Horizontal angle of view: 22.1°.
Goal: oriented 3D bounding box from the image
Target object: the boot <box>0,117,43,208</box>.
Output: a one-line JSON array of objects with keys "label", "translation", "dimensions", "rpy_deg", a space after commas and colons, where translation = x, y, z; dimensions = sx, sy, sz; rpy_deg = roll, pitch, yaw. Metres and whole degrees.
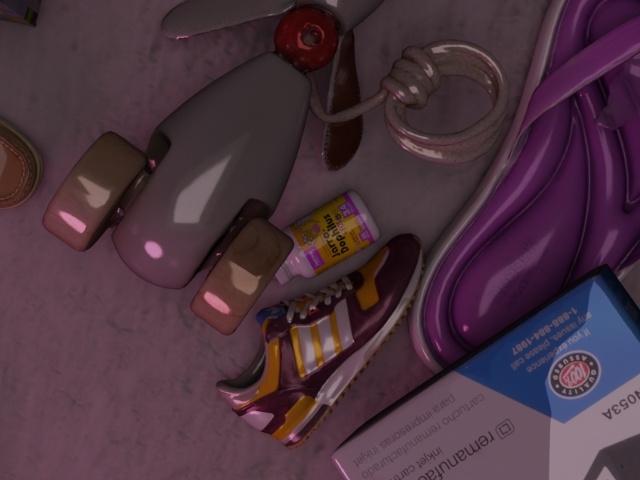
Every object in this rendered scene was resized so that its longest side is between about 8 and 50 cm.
[{"label": "boot", "translation": [-0.303, -0.077, 1.133], "dimensions": [0.213, 0.165, 0.077], "rpy_deg": [25, 93, -3]}]

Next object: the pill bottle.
[{"label": "pill bottle", "translation": [0.000, 0.000, 1.215], "dimensions": [0.083, 0.043, 0.043], "rpy_deg": [-31, 94, -1]}]

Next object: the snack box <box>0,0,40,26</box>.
[{"label": "snack box", "translation": [-0.281, -0.201, 1.107], "dimensions": [0.174, 0.207, 0.070], "rpy_deg": [12, 93, -4]}]

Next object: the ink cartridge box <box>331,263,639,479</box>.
[{"label": "ink cartridge box", "translation": [0.188, 0.204, 1.117], "dimensions": [0.223, 0.129, 0.307], "rpy_deg": [-35, 86, 10]}]

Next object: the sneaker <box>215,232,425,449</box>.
[{"label": "sneaker", "translation": [0.001, 0.061, 1.206], "dimensions": [0.084, 0.069, 0.185], "rpy_deg": [35, 90, -10]}]

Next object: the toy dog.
[{"label": "toy dog", "translation": [-0.049, -0.079, 1.178], "dimensions": [0.333, 0.161, 0.220], "rpy_deg": [-35, 90, -15]}]

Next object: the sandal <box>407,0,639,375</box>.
[{"label": "sandal", "translation": [0.211, -0.065, 1.191], "dimensions": [0.169, 0.102, 0.416], "rpy_deg": [27, 92, -4]}]
